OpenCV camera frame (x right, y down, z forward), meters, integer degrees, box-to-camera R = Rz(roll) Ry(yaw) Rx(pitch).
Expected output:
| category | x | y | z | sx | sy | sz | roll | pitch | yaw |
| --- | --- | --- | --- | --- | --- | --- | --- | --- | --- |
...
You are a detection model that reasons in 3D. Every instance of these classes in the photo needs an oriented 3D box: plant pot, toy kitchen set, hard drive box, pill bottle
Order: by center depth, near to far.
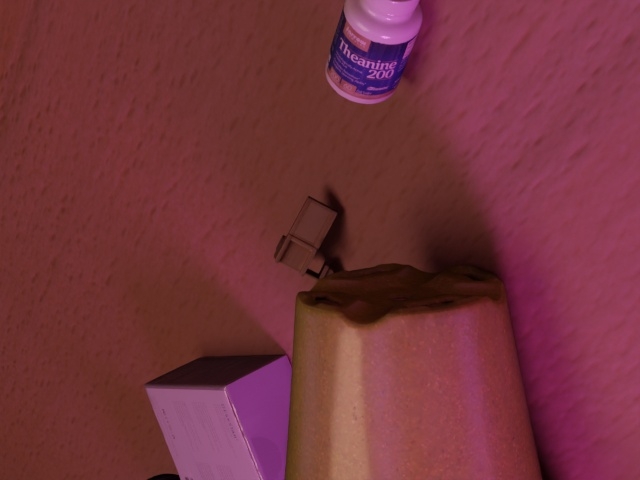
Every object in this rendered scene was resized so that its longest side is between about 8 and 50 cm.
| category | x | y | z | sx | sy | sz | roll | pitch | yaw |
| --- | --- | --- | --- | --- | --- | --- | --- | --- | --- |
| pill bottle | 0.047 | -0.176 | 1.327 | 0.067 | 0.067 | 0.120 | 52 | 149 | 23 |
| plant pot | 0.076 | 0.159 | 1.374 | 0.276 | 0.276 | 0.254 | 12 | 110 | 56 |
| toy kitchen set | 0.000 | 0.000 | 1.589 | 0.068 | 0.075 | 0.083 | 27 | -172 | -5 |
| hard drive box | -0.096 | 0.234 | 1.858 | 0.232 | 0.089 | 0.181 | -7 | 106 | 61 |

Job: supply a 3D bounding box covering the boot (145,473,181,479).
| category | x | y | z | sx | sy | sz | roll | pitch | yaw |
| --- | --- | --- | --- | --- | --- | --- | --- | --- | --- |
| boot | -0.092 | 0.442 | 1.960 | 0.348 | 0.131 | 0.260 | 56 | 159 | -7 |
